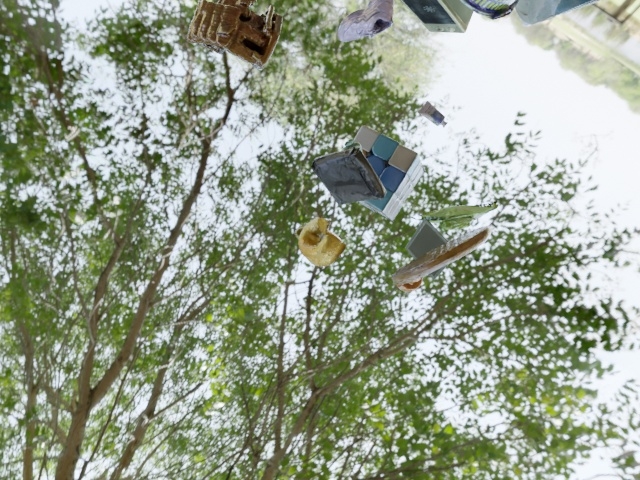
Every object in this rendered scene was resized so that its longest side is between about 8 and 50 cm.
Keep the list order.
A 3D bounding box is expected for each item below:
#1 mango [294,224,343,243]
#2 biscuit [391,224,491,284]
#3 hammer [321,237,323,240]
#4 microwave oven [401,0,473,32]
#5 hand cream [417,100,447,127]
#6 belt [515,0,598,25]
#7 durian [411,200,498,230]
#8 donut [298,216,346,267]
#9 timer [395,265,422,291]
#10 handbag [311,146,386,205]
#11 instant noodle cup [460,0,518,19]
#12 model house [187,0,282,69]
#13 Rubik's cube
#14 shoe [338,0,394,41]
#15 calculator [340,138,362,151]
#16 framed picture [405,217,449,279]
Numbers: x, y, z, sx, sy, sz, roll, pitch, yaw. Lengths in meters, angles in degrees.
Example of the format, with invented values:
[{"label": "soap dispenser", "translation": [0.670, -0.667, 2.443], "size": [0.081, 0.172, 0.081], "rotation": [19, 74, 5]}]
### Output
[{"label": "mango", "translation": [-0.001, 0.001, 2.061], "size": [0.317, 0.119, 0.176], "rotation": [21, -151, -33]}, {"label": "biscuit", "translation": [0.287, 0.038, 0.981], "size": [0.262, 0.262, 0.037], "rotation": [-23, -96, -49]}, {"label": "hammer", "translation": [-0.004, -0.025, 1.697], "size": [0.065, 0.021, 0.178], "rotation": [34, 173, 35]}, {"label": "microwave oven", "translation": [0.333, -0.722, 1.147], "size": [0.145, 0.193, 0.241], "rotation": [24, -169, 39]}, {"label": "hand cream", "translation": [0.529, -0.579, 1.913], "size": [0.142, 0.053, 0.084], "rotation": [40, -106, -3]}, {"label": "belt", "translation": [0.790, -0.785, 1.229], "size": [0.437, 0.172, 0.300], "rotation": [-23, -162, -12]}, {"label": "durian", "translation": [0.594, -0.104, 1.830], "size": [0.132, 0.376, 0.106], "rotation": [-76, -32, -48]}, {"label": "donut", "translation": [-0.009, 0.006, 1.364], "size": [0.078, 0.146, 0.181], "rotation": [34, -160, -46]}, {"label": "timer", "translation": [0.432, 0.173, 1.940], "size": [0.132, 0.152, 0.131], "rotation": [1, -101, -6]}, {"label": "handbag", "translation": [0.108, -0.235, 1.589], "size": [0.246, 0.223, 0.080], "rotation": [50, -128, -35]}, {"label": "instant noodle cup", "translation": [0.457, -0.695, 0.883], "size": [0.285, 0.312, 0.283], "rotation": [1, -94, -23]}, {"label": "model house", "translation": [-0.240, -0.612, 1.175], "size": [0.230, 0.199, 0.220], "rotation": [17, -174, -26]}, {"label": "Rubik's cube", "translation": [0.310, -0.347, 2.203], "size": [0.345, 0.346, 0.347], "rotation": [33, -176, 20]}, {"label": "shoe", "translation": [0.175, -0.815, 1.564], "size": [0.095, 0.245, 0.137], "rotation": [27, -129, -45]}, {"label": "calculator", "translation": [0.128, -0.351, 1.685], "size": [0.095, 0.153, 0.021], "rotation": [-26, -124, -4]}, {"label": "framed picture", "translation": [0.462, 0.040, 1.731], "size": [0.014, 0.252, 0.197], "rotation": [-30, -111, -24]}]
